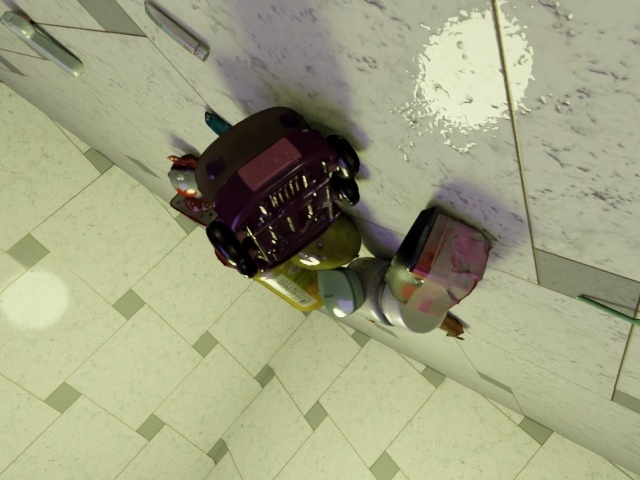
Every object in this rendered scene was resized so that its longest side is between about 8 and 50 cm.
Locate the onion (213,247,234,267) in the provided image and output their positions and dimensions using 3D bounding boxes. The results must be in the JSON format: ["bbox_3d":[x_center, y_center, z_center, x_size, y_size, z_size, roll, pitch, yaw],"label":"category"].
[{"bbox_3d":[-0.270,0.004,1.748,0.252,0.219,0.252,-2,-164,1],"label":"onion"}]

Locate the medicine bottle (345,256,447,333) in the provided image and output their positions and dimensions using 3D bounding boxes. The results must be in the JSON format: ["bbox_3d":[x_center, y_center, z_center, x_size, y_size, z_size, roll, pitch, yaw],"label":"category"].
[{"bbox_3d":[0.177,0.130,1.186,0.165,0.165,0.273,38,165,-25],"label":"medicine bottle"}]

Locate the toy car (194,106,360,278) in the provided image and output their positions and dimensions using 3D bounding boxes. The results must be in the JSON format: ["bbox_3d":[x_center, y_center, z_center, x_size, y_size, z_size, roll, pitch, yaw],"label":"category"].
[{"bbox_3d":[-0.099,-0.105,0.820,0.240,0.271,0.340,50,170,16],"label":"toy car"}]

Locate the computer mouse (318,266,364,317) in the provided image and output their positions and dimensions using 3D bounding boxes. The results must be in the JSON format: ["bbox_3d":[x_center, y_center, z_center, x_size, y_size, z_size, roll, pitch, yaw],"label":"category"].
[{"bbox_3d":[0.032,0.130,1.205,0.231,0.079,0.127,159,98,-68],"label":"computer mouse"}]

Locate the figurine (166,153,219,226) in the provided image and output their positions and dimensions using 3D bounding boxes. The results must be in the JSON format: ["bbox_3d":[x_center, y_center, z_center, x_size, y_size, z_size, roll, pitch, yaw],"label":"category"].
[{"bbox_3d":[-0.397,-0.187,1.457,0.183,0.160,0.226,28,158,19],"label":"figurine"}]

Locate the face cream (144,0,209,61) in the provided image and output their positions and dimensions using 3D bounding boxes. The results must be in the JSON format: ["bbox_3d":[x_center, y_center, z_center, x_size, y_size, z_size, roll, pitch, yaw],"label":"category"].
[{"bbox_3d":[-0.223,-0.320,0.727,0.115,0.020,0.038,36,168,-13],"label":"face cream"}]

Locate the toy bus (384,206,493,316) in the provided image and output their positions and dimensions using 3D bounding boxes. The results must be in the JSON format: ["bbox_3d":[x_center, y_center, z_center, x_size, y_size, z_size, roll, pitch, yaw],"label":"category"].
[{"bbox_3d":[0.209,0.049,0.876,0.147,0.127,0.302,25,166,8],"label":"toy bus"}]

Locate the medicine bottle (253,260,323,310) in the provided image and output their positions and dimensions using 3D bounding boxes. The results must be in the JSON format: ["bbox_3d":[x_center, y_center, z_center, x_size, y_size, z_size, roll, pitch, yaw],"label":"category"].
[{"bbox_3d":[-0.122,0.040,1.433,0.224,0.224,0.384,18,163,49],"label":"medicine bottle"}]

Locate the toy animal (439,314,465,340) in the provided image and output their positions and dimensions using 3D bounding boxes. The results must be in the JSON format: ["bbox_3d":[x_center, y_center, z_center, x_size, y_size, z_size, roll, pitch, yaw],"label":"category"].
[{"bbox_3d":[0.365,0.246,1.430,0.241,0.056,0.099,37,167,-18],"label":"toy animal"}]

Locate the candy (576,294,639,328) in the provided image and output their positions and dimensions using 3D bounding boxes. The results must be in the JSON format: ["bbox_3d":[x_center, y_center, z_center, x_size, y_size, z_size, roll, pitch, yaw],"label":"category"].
[{"bbox_3d":[0.481,0.129,0.708,0.058,0.062,0.194,-14,-149,-36],"label":"candy"}]

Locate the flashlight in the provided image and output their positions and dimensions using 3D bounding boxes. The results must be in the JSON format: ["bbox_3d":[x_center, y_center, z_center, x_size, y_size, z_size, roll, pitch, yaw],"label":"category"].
[{"bbox_3d":[-0.682,-0.485,1.171,0.200,0.047,0.093,38,168,-36],"label":"flashlight"}]

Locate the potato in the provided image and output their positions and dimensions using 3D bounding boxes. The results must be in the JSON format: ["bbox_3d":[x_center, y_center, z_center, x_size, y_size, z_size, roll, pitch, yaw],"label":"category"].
[{"bbox_3d":[0.002,0.000,1.129,0.197,0.148,0.228,13,178,14],"label":"potato"}]

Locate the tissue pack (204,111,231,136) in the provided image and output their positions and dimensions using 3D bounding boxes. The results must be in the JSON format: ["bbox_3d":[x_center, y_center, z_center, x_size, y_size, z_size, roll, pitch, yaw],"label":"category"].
[{"bbox_3d":[-0.197,-0.226,1.033,0.138,0.028,0.085,38,167,-13],"label":"tissue pack"}]

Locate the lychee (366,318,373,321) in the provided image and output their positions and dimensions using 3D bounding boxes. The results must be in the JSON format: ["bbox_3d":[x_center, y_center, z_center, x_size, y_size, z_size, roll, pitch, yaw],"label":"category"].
[{"bbox_3d":[0.204,0.256,1.771,0.114,0.101,0.140,-115,-1,-46],"label":"lychee"}]
